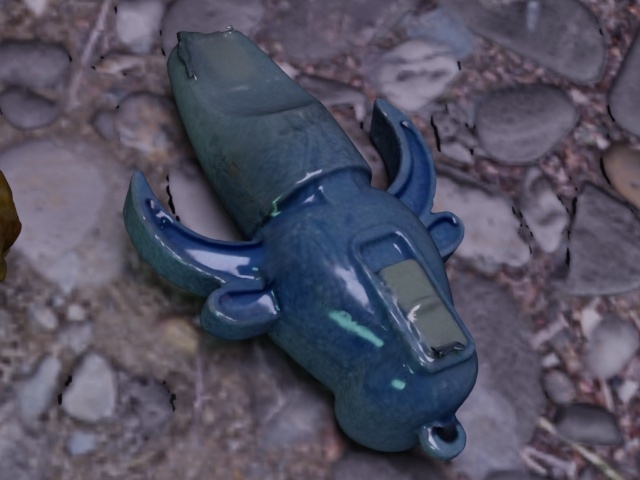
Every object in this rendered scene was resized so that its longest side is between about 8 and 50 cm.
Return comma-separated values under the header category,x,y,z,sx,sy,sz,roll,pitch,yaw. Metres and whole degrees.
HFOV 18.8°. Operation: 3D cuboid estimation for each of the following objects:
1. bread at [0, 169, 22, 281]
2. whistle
category,x,y,z,sx,sy,sz,roll,pitch,yaw
bread,-0.262,-0.051,0.923,0.268,0.130,0.152,44,51,7
whistle,0.000,0.000,1.008,0.180,0.093,0.269,-18,64,-31
